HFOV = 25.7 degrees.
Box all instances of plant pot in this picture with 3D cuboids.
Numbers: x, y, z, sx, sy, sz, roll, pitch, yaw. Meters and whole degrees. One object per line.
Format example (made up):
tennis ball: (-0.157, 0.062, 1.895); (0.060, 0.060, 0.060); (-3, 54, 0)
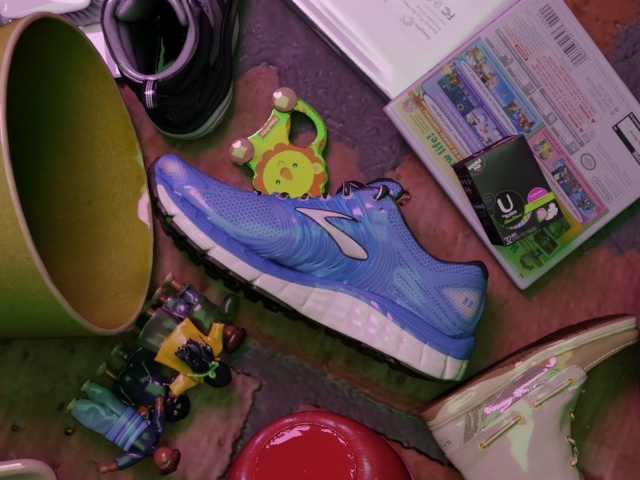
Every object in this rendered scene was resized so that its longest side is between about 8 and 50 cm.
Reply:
plant pot: (-0.333, -0.029, 1.198); (0.293, 0.275, 0.275); (-11, 83, 14)

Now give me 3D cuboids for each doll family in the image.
doll family: (-0.139, 0.125, 1.260); (0.111, 0.076, 0.193); (37, 90, 0)

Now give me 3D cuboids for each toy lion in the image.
toy lion: (-0.030, -0.077, 1.303); (0.096, 0.034, 0.100); (39, 85, -3)

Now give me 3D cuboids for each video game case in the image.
video game case: (0.195, -0.096, 1.288); (0.193, 0.023, 0.212); (-38, 96, -4)

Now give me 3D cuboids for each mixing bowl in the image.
mixing bowl: (-0.007, 0.214, 1.200); (0.181, 0.098, 0.181); (-4, 57, 6)

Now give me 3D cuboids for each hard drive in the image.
hard drive: (0.115, -0.294, 1.319); (0.307, 0.040, 0.203); (-44, 85, -5)

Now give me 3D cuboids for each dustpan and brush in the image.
dustpan and brush: (-0.285, -0.215, 1.301); (0.211, 0.060, 0.147); (-7, 84, -1)

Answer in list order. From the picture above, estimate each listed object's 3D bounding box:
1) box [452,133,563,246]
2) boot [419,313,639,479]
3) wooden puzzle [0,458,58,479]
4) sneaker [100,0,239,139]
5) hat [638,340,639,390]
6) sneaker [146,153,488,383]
box: (0.166, -0.045, 1.247); (0.062, 0.052, 0.083); (-27, 95, -6)
boot: (0.216, 0.172, 1.250); (0.213, 0.077, 0.165); (-27, 87, -6)
wooden puzzle: (-0.363, 0.377, 1.172); (0.322, 0.080, 0.348); (-8, 84, -5)
sneaker: (-0.127, -0.232, 1.251); (0.101, 0.153, 0.269); (1, 85, 10)
hat: (0.296, 0.144, 1.243); (0.183, 0.173, 0.208); (-47, 47, 23)
sneaker: (0.000, 0.000, 1.253); (0.330, 0.130, 0.147); (27, 81, -5)
